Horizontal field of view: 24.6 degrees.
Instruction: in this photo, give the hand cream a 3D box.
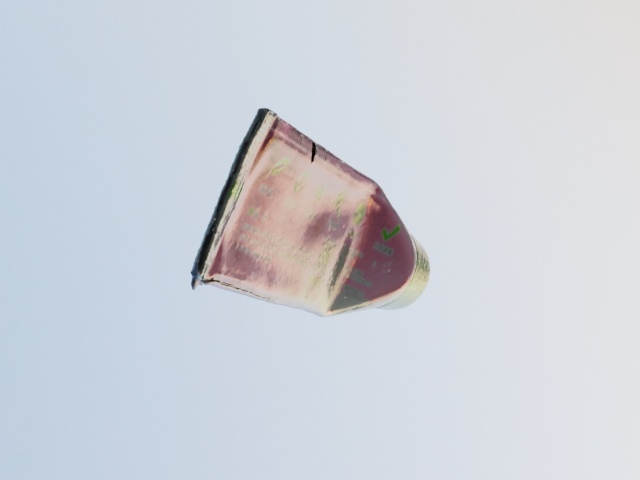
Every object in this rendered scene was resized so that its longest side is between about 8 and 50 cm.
[{"bbox_3d":[0.001,0.001,0.777,0.275,0.050,0.079,25,-119,-69],"label":"hand cream"}]
